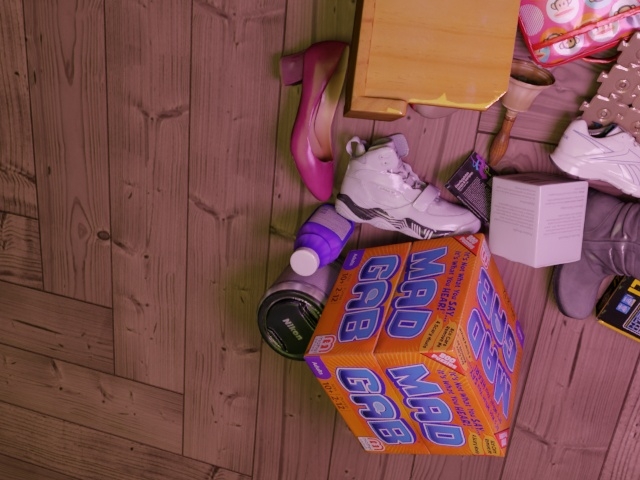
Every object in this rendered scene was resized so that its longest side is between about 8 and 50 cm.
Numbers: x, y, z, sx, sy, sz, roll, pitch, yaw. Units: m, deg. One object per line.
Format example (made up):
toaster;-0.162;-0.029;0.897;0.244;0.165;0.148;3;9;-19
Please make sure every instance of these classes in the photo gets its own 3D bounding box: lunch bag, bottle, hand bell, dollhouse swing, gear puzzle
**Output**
lunch bag;0.557;-0.489;1.492;0.293;0.120;0.258;-18;110;23
bottle;0.000;0.000;1.784;0.118;0.283;0.092;28;118;4
hand bell;0.428;-0.275;1.642;0.126;0.126;0.242;21;129;9
dollhouse swing;0.226;-0.427;1.532;0.304;0.315;0.347;6;95;-3
gear puzzle;0.683;-0.357;1.489;0.175;0.044;0.339;20;138;1

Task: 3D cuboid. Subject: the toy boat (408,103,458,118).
toy boat;0.274;-0.394;1.627;0.151;0.151;0.231;49;122;29

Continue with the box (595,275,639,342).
box;0.835;0.105;1.668;0.257;0.079;0.322;28;118;8

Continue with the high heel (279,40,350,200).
high heel;0.017;-0.284;1.741;0.181;0.127;0.378;-5;107;32

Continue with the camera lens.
camera lens;-0.027;0.165;1.867;0.219;0.274;0.220;7;114;16

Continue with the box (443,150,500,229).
box;0.386;-0.117;1.709;0.162;0.116;0.029;44;160;-3

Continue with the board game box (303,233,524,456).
board game box;0.238;0.249;1.693;0.356;0.357;0.356;-8;127;31

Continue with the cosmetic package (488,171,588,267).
cosmetic package;0.489;-0.051;1.630;0.151;0.151;0.184;25;118;57

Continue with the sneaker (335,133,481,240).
sneaker;0.215;-0.131;1.738;0.365;0.137;0.210;13;118;17

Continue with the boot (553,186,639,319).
boot;0.653;0.061;1.622;0.222;0.118;0.339;32;132;53

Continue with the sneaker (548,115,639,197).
sneaker;0.659;-0.178;1.571;0.296;0.111;0.129;16;115;-3
